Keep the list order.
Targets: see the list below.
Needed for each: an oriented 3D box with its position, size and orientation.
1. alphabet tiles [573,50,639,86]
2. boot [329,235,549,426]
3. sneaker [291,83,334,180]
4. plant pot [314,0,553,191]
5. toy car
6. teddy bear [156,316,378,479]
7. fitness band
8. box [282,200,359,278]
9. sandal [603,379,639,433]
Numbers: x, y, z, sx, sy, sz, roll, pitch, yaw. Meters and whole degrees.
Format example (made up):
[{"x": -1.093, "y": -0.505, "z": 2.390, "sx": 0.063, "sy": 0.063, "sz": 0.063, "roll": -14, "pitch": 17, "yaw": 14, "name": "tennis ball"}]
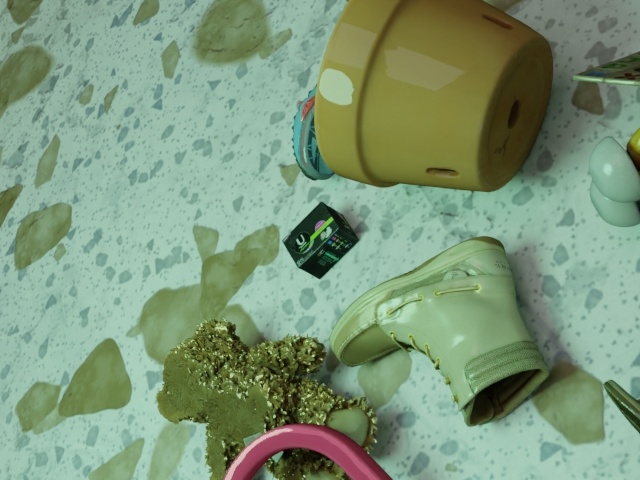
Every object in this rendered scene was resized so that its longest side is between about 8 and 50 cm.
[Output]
[{"x": 0.432, "y": -0.189, "z": 1.189, "sx": 0.237, "sy": 0.198, "sz": 0.009, "roll": 14, "pitch": 117, "yaw": 43, "name": "alphabet tiles"}, {"x": 0.138, "y": 0.139, "z": 1.317, "sx": 0.262, "sy": 0.095, "sz": 0.203, "roll": -31, "pitch": 53, "yaw": 21, "name": "boot"}, {"x": 0.057, "y": -0.197, "z": 1.536, "sx": 0.125, "sy": 0.104, "sz": 0.262, "roll": 29, "pitch": 88, "yaw": 51, "name": "sneaker"}, {"x": 0.157, "y": -0.186, "z": 1.357, "sx": 0.203, "sy": 0.291, "sz": 0.291, "roll": 22, "pitch": 83, "yaw": 27, "name": "plant pot"}, {"x": 0.383, "y": -0.063, "z": 1.165, "sx": 0.159, "sy": 0.182, "sz": 0.136, "roll": -30, "pitch": 67, "yaw": 3, "name": "toy car"}, {"x": -0.063, "y": 0.231, "z": 1.429, "sx": 0.338, "sy": 0.113, "sz": 0.245, "roll": 4, "pitch": 93, "yaw": 38, "name": "teddy bear"}, {"x": 0.009, "y": 0.350, "z": 1.267, "sx": 0.291, "sy": 0.054, "sz": 0.209, "roll": 45, "pitch": 97, "yaw": 18, "name": "fitness band"}, {"x": 0.000, "y": 0.000, "z": 1.528, "sx": 0.083, "sy": 0.052, "sz": 0.062, "roll": -46, "pitch": 47, "yaw": 14, "name": "box"}, {"x": 0.370, "y": 0.193, "z": 1.112, "sx": 0.049, "sy": 0.072, "sz": 0.180, "roll": -47, "pitch": 46, "yaw": -11, "name": "sandal"}]
